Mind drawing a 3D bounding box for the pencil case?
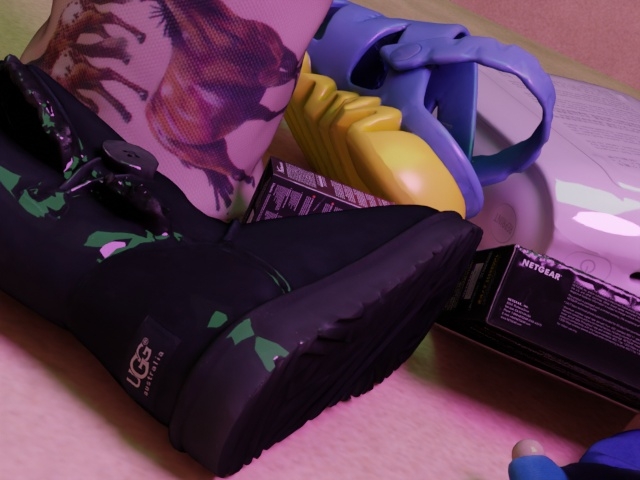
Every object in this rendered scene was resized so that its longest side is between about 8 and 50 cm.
[{"bbox_3d":[-0.028,-0.218,0.647,0.160,0.410,0.183,22,12,-14],"label":"pencil case"}]

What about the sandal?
[{"bbox_3d":[0.048,-0.100,0.793,0.317,0.138,0.126,52,-10,51],"label":"sandal"}]

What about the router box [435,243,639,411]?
[{"bbox_3d":[0.157,0.058,0.632,0.179,0.046,0.133,24,-6,-6],"label":"router box"}]

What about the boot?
[{"bbox_3d":[-0.055,-0.011,0.544,0.207,0.094,0.246,36,28,18],"label":"boot"}]

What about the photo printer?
[{"bbox_3d":[0.205,-0.034,0.882,0.256,0.107,0.307,8,24,-23],"label":"photo printer"}]

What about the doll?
[{"bbox_3d":[0.140,0.125,0.507,0.129,0.046,0.189,32,20,22],"label":"doll"}]

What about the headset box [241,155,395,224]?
[{"bbox_3d":[0.000,0.000,0.636,0.083,0.062,0.032,19,21,-14],"label":"headset box"}]
